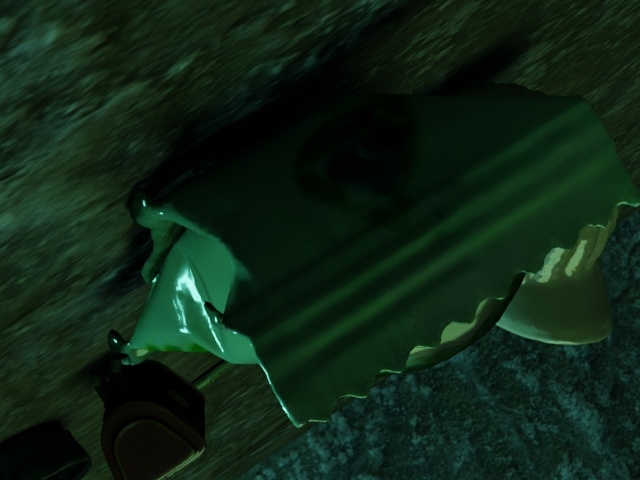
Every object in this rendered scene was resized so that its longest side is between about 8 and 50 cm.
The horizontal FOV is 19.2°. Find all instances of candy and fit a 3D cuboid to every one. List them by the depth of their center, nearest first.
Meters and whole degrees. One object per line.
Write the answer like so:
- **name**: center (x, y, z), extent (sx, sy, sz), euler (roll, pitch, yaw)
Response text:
- **candy**: center (0.003, 0.006, 1.209), extent (0.263, 0.172, 0.398), euler (-27, -177, -17)

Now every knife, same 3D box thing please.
- **knife**: center (-0.124, 0.152, 2.006), extent (0.207, 0.014, 0.030), euler (-38, 169, 18)

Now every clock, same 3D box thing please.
- **clock**: center (-0.309, 0.239, 1.679), extent (0.226, 0.049, 0.226), euler (-33, 172, -5)

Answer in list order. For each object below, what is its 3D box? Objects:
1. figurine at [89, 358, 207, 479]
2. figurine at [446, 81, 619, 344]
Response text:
- **figurine**: center (-0.155, 0.140, 1.586), extent (0.082, 0.098, 0.154), euler (-38, -164, 6)
- **figurine**: center (0.078, -0.009, 1.473), extent (0.332, 0.204, 0.185), euler (-7, -154, 37)
